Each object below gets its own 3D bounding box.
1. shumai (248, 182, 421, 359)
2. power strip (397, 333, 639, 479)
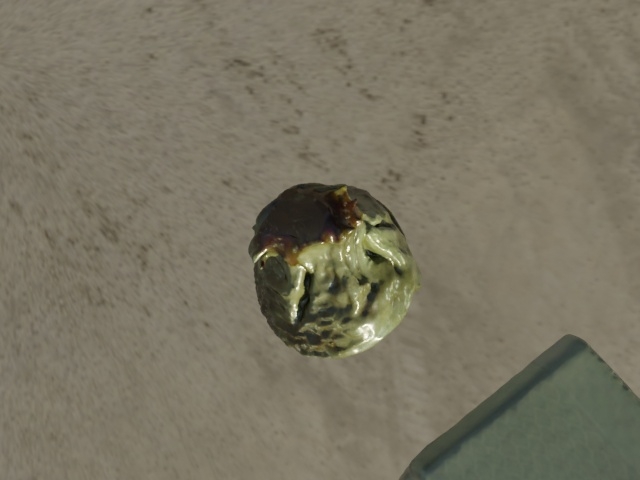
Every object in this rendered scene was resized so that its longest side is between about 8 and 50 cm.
[{"bbox_3d":[-0.001,0.001,0.836,0.099,0.124,0.087,-23,134,2],"label":"shumai"},{"bbox_3d":[0.127,0.194,0.982,0.224,0.140,0.139,-35,76,-24],"label":"power strip"}]
